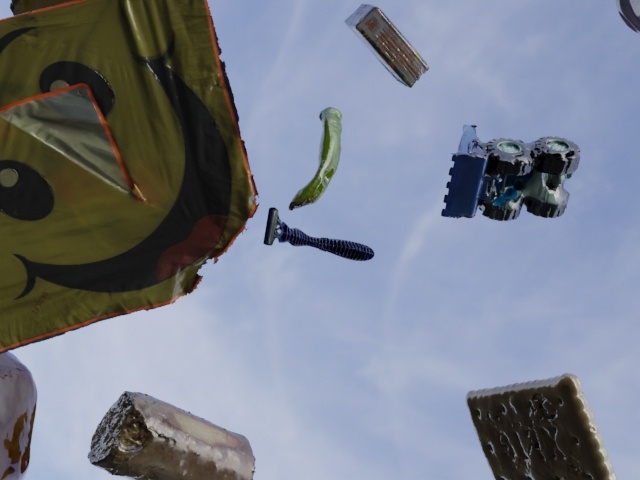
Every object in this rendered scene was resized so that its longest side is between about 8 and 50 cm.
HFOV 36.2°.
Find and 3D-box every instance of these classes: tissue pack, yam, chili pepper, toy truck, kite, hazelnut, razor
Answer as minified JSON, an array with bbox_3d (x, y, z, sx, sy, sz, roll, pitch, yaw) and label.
[{"bbox_3d":[0.066,-0.194,0.966,0.035,0.063,0.083,-42,-70,6],"label":"tissue pack"},{"bbox_3d":[-0.217,0.308,1.430,0.238,0.128,0.129,29,-67,-32],"label":"yam"},{"bbox_3d":[0.002,-0.126,1.551,0.050,0.201,0.052,26,-32,-15],"label":"chili pepper"},{"bbox_3d":[0.274,-0.106,1.473,0.126,0.208,0.113,-115,-154,-52],"label":"toy truck"},{"bbox_3d":[-0.217,-0.067,0.827,0.328,0.013,0.377,33,-81,-17],"label":"kite"},{"bbox_3d":[-0.406,0.201,0.995,0.230,0.229,0.229,21,-52,29],"label":"hazelnut"},{"bbox_3d":[-0.003,0.000,1.145,0.028,0.155,0.044,-8,-109,54],"label":"razor"}]

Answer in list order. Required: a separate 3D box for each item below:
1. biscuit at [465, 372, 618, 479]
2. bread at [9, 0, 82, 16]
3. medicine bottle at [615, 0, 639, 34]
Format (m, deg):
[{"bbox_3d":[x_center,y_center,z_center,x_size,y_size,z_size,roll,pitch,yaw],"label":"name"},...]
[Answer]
[{"bbox_3d":[0.369,0.345,1.684,0.325,0.044,0.217,-28,-100,63],"label":"biscuit"},{"bbox_3d":[-0.333,-0.351,1.292,0.140,0.169,0.160,45,-17,16],"label":"bread"},{"bbox_3d":[0.453,-0.320,1.063,0.108,0.108,0.426,55,-5,-2],"label":"medicine bottle"}]
